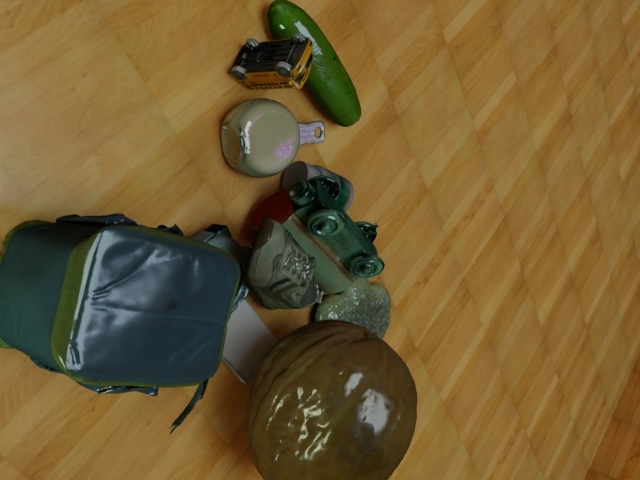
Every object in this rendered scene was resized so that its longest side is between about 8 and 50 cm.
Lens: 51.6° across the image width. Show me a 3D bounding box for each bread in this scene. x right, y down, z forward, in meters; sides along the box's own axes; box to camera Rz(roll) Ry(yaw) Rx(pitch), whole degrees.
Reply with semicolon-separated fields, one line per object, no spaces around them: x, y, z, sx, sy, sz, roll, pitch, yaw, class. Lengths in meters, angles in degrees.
0.053;0.191;1.375;0.207;0.056;0.286;47;61;-41;bread

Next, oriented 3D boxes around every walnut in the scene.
0.011;0.303;1.160;0.333;0.333;0.333;-8;102;-45;walnut

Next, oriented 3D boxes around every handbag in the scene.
-0.272;0.077;0.882;0.263;0.241;0.222;10;88;-47;handbag

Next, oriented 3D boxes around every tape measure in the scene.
-0.211;0.131;1.058;0.164;0.084;0.330;44;61;-38;tape measure

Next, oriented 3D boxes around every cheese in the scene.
-0.073;-0.186;1.180;0.227;0.064;0.137;-15;110;-43;cheese

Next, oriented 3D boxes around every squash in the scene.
-0.002;-0.318;1.222;0.292;0.082;0.082;51;60;-38;squash

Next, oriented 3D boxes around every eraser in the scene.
-0.144;0.172;1.186;0.104;0.023;0.150;-53;129;-27;eraser

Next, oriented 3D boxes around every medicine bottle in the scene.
-0.004;-0.099;1.251;0.130;0.080;0.080;21;81;-47;medicine bottle

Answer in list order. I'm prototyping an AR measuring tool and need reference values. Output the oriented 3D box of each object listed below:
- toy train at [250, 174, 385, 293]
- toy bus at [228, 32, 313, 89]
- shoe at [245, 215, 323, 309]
0.000;0.000;1.219;0.285;0.177;0.116;45;28;-45;toy train
-0.073;-0.289;1.094;0.074;0.162;0.069;40;67;-45;toy bus
-0.058;0.049;1.125;0.275;0.098;0.103;71;28;-66;shoe
